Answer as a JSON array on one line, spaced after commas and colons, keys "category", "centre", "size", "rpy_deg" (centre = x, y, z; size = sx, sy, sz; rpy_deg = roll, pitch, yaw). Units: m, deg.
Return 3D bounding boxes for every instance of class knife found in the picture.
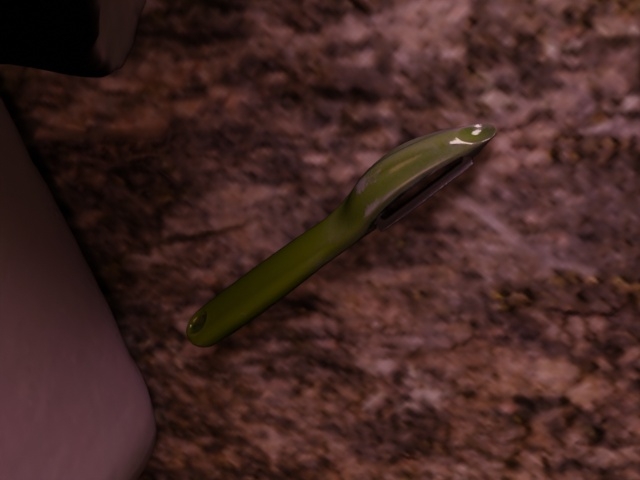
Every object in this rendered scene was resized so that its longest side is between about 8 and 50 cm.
[{"category": "knife", "centre": [0.000, 0.000, 0.517], "size": [0.026, 0.022, 0.184], "rpy_deg": [28, 132, -30]}]

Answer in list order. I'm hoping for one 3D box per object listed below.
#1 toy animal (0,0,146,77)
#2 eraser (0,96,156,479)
[{"category": "toy animal", "centre": [-0.146, -0.168, 0.351], "size": [0.266, 0.213, 0.213], "rpy_deg": [17, 127, 6]}, {"category": "eraser", "centre": [-0.222, 0.048, 0.565], "size": [0.331, 0.150, 0.331], "rpy_deg": [11, 123, 17]}]
